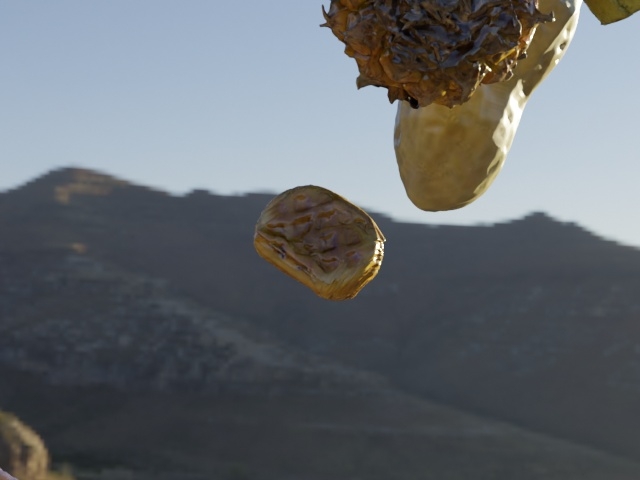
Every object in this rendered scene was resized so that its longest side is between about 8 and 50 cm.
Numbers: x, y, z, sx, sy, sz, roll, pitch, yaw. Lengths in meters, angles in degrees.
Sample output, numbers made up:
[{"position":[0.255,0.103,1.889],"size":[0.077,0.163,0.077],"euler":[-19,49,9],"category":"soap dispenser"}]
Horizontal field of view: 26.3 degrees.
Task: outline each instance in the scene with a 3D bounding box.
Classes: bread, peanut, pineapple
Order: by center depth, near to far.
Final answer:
[{"position":[0.000,0.000,1.121],"size":[0.110,0.083,0.044],"euler":[34,-19,22],"category":"bread"},{"position":[0.106,-0.217,1.218],"size":[0.224,0.225,0.076],"euler":[4,7,-9],"category":"pineapple"},{"position":[0.167,-0.174,1.399],"size":[0.149,0.313,0.149],"euler":[25,-2,1],"category":"peanut"},{"position":[0.384,-0.330,1.669],"size":[0.064,0.156,0.117],"euler":[49,-31,-20],"category":"bread"}]

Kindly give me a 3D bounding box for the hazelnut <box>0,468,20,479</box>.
[{"position":[-0.433,0.370,1.647],"size":[0.229,0.230,0.229],"euler":[3,-3,0],"category":"hazelnut"}]
